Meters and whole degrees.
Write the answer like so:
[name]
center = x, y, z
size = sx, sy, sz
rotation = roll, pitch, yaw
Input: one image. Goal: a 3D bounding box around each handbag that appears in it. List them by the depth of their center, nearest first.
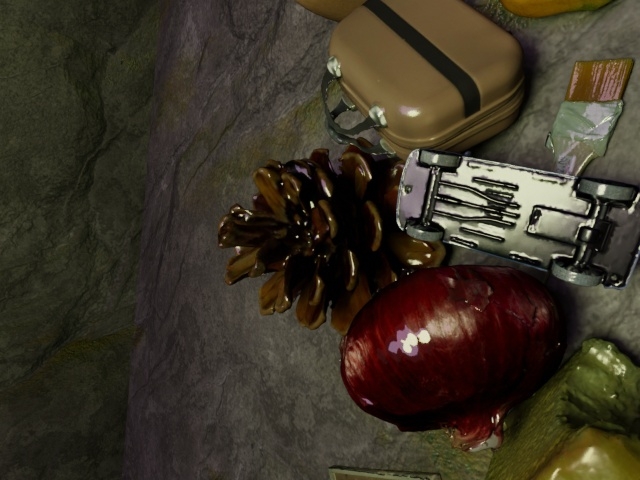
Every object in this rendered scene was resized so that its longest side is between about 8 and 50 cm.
[handbag]
center = 0.130, -0.252, 0.671
size = 0.283, 0.149, 0.302
rotation = -34, 60, 5

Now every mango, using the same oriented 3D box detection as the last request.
[mango]
center = 0.319, -0.368, 0.573
size = 0.165, 0.089, 0.115
rotation = 18, 105, 45

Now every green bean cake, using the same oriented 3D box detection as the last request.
[green bean cake]
center = 0.299, 0.257, 0.488
size = 0.124, 0.236, 0.233
rotation = 38, 122, 19

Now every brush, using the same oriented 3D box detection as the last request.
[brush]
center = 0.344, -0.080, 0.598
size = 0.085, 0.020, 0.337
rotation = 25, 109, 46

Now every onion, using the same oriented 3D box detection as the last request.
[onion]
center = 0.176, 0.158, 0.568
size = 0.314, 0.313, 0.233
rotation = -49, 41, 38

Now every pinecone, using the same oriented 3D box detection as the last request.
[pinecone]
center = 0.000, 0.000, 0.742
size = 0.384, 0.384, 0.385
rotation = 1, 91, 49

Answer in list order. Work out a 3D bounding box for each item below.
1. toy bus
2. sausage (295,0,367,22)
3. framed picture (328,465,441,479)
[toy bus]
center = 0.256, -0.044, 0.566
size = 0.292, 0.133, 0.126
rotation = 18, 111, 30
[sausage]
center = 0.062, -0.451, 0.750
size = 0.123, 0.252, 0.123
rotation = 9, 101, 52
[framed picture]
center = 0.140, 0.581, 0.842
size = 0.315, 0.024, 0.232
rotation = -28, 70, 47
